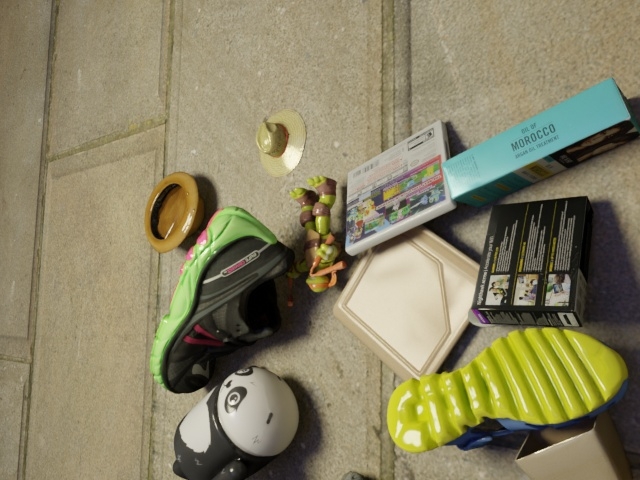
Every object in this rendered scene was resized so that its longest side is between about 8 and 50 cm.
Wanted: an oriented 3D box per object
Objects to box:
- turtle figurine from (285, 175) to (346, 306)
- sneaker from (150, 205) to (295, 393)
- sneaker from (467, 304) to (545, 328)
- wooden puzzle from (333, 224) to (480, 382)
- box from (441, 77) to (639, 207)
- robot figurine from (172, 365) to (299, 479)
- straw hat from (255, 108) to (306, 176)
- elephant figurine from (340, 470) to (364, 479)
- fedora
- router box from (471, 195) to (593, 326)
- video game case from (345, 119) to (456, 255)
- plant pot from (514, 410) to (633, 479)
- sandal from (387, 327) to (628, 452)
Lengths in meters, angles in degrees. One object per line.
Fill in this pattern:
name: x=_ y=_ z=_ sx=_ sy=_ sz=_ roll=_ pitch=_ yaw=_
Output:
turtle figurine: x=0.000 y=0.000 z=0.987 sx=0.269 sy=0.087 sz=0.218 roll=141 pitch=129 yaw=-66
sneaker: x=-0.188 y=0.160 z=1.046 sx=0.202 sy=0.185 sz=0.483 roll=27 pitch=130 yaw=-1
sneaker: x=0.283 y=0.103 z=0.768 sx=0.152 sy=0.061 sz=0.054 roll=-16 pitch=42 yaw=33
wooden puzzle: x=0.145 y=0.095 z=0.903 sx=0.221 sy=0.044 sz=0.239 roll=40 pitch=113 yaw=35
box: x=0.302 y=-0.125 z=0.763 sx=0.244 sy=0.100 sz=0.060 roll=-26 pitch=70 yaw=34
robot figurine: x=-0.166 y=0.358 z=1.031 sx=0.278 sy=0.173 sz=0.209 roll=-44 pitch=62 yaw=27
straw hat: x=-0.099 y=-0.207 z=1.122 sx=0.144 sy=0.061 sz=0.145 roll=-6 pitch=81 yaw=39
elephant figurine: x=0.131 y=0.457 z=0.815 sx=0.169 sy=0.186 sz=0.239 roll=45 pitch=134 yaw=-13
fedora: x=-0.330 y=-0.061 z=1.278 sx=0.194 sy=0.079 sz=0.195 roll=-10 pitch=72 yaw=35
router box: x=0.288 y=0.027 z=0.741 sx=0.133 sy=0.046 sz=0.179 roll=-4 pitch=53 yaw=39
video game case: x=0.126 y=-0.086 z=0.905 sx=0.201 sy=0.023 sz=0.184 roll=-26 pitch=43 yaw=33
plant pot: x=0.330 y=0.282 z=0.691 sx=0.109 sy=0.109 sz=0.096 roll=-38 pitch=74 yaw=29
sandal: x=0.251 y=0.211 z=0.745 sx=0.317 sy=0.138 sz=0.126 roll=-25 pitch=52 yaw=32
